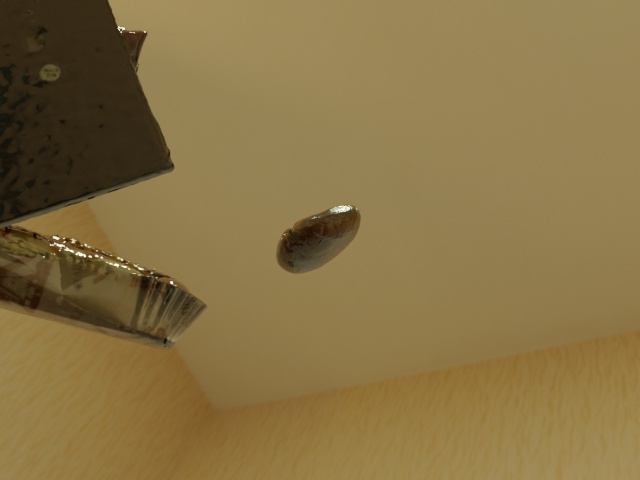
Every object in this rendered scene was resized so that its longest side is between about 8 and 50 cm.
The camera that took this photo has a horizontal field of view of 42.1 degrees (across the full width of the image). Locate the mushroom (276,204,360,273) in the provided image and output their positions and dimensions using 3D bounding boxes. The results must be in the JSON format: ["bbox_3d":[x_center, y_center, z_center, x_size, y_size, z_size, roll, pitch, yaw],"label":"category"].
[{"bbox_3d":[0.000,0.000,1.024,0.123,0.123,0.052,-41,-104,35],"label":"mushroom"}]

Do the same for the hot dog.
[{"bbox_3d":[-0.209,0.024,0.623,0.253,0.069,0.131,19,-10,-17],"label":"hot dog"}]

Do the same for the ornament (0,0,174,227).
[{"bbox_3d":[-0.182,-0.055,0.545,0.196,0.166,0.153,112,-43,-70],"label":"ornament"}]
